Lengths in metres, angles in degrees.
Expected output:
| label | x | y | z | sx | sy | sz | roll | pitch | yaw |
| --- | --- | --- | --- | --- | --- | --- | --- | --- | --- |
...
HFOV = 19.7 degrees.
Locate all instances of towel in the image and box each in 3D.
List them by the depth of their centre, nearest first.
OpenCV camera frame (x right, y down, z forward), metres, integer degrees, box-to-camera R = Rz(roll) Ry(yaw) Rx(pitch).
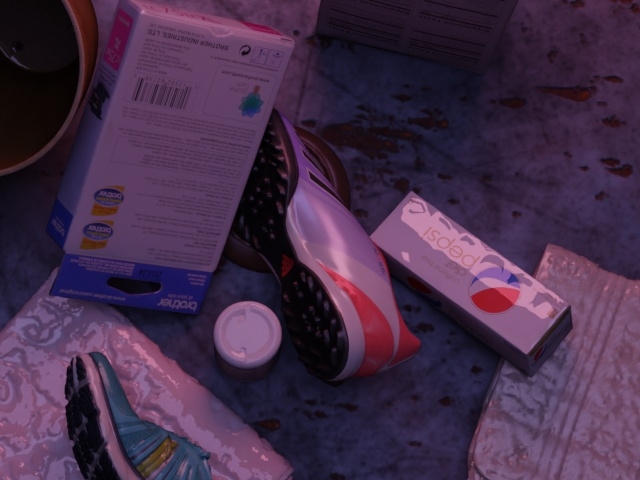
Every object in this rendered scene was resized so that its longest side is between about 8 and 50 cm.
| label | x | y | z | sx | sy | sz | roll | pitch | yaw |
| --- | --- | --- | --- | --- | --- | --- | --- | --- | --- |
| towel | -0.249 | 0.243 | 1.881 | 0.332 | 0.053 | 0.317 | 41 | 78 | 6 |
| towel | 0.275 | 0.162 | 1.928 | 0.187 | 0.049 | 0.282 | 22 | 75 | 2 |

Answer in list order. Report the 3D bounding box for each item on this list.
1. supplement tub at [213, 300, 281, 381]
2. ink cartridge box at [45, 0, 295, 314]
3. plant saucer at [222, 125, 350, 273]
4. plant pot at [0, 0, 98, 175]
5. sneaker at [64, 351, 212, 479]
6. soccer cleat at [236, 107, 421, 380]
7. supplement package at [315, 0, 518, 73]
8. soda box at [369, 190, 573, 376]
| label | x | y | z | sx | sy | sz | roll | pitch | yaw |
| --- | --- | --- | --- | --- | --- | --- | --- | --- | --- |
| supplement tub | -0.075 | 0.105 | 1.892 | 0.071 | 0.107 | 0.071 | 1 | 77 | -3 |
| ink cartridge box | -0.161 | -0.082 | 1.866 | 0.186 | 0.065 | 0.311 | 8 | 108 | -35 |
| plant saucer | -0.051 | -0.049 | 1.971 | 0.168 | 0.029 | 0.168 | 1 | 78 | -3 |
| plant pot | -0.319 | -0.207 | 1.865 | 0.237 | 0.254 | 0.237 | 3 | 107 | 9 |
| sneaker | -0.166 | 0.229 | 1.827 | 0.110 | 0.107 | 0.275 | -28 | 86 | -28 |
| soccer cleat | 0.000 | 0.000 | 1.899 | 0.116 | 0.108 | 0.318 | -2 | 57 | -37 |
| supplement package | 0.118 | -0.325 | 1.922 | 0.198 | 0.262 | 0.199 | 14 | 77 | 0 |
| soda box | 0.156 | 0.044 | 1.909 | 0.216 | 0.069 | 0.074 | 37 | 77 | 22 |
